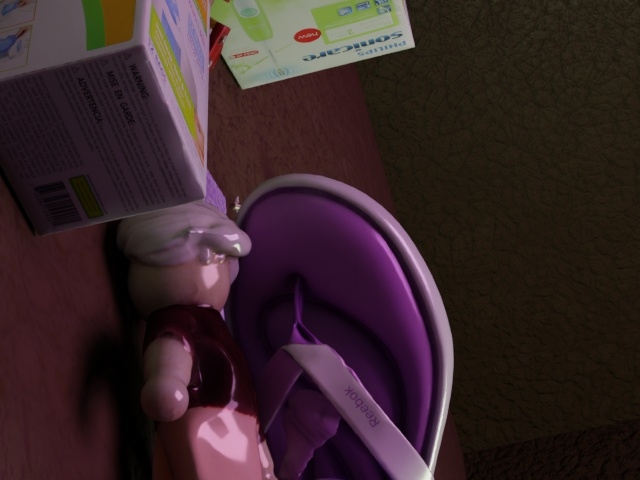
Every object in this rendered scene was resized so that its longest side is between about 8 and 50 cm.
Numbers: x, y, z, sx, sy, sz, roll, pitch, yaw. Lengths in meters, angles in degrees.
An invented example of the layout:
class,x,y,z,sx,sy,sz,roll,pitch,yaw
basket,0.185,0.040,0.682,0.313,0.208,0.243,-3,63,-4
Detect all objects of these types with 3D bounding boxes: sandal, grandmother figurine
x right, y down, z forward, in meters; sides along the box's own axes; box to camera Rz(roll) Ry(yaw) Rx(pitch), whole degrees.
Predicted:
class,x,y,z,sx,sy,sz,roll,pitch,yaw
sandal,0.011,0.154,0.993,0.102,0.169,0.416,-63,151,-62
grandmother figurine,-0.076,0.119,0.860,0.208,0.104,0.342,82,-3,-61

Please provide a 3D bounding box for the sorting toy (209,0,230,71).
class,x,y,z,sx,sy,sz,roll,pitch,yaw
sorting toy,-0.095,-0.196,1.085,0.132,0.046,0.274,-60,172,6

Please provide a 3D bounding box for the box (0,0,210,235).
class,x,y,z,sx,sy,sz,roll,pitch,yaw
box,-0.130,-0.118,0.798,0.203,0.103,0.114,-94,169,-48

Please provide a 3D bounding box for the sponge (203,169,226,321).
class,x,y,z,sx,sy,sz,roll,pitch,yaw
sponge,-0.099,0.019,1.067,0.117,0.031,0.210,67,14,-54

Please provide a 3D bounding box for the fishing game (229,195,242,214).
class,x,y,z,sx,sy,sz,roll,pitch,yaw
fishing game,-0.020,0.098,1.276,0.189,0.041,0.264,29,50,-52

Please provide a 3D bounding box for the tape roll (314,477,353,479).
class,x,y,z,sx,sy,sz,roll,pitch,yaw
tape roll,0.031,0.294,0.869,0.275,0.090,0.275,-171,-90,-72

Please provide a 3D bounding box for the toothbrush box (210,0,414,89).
class,x,y,z,sx,sy,sz,roll,pitch,yaw
toothbrush box,-0.029,-0.290,1.413,0.283,0.206,0.122,59,20,-69
